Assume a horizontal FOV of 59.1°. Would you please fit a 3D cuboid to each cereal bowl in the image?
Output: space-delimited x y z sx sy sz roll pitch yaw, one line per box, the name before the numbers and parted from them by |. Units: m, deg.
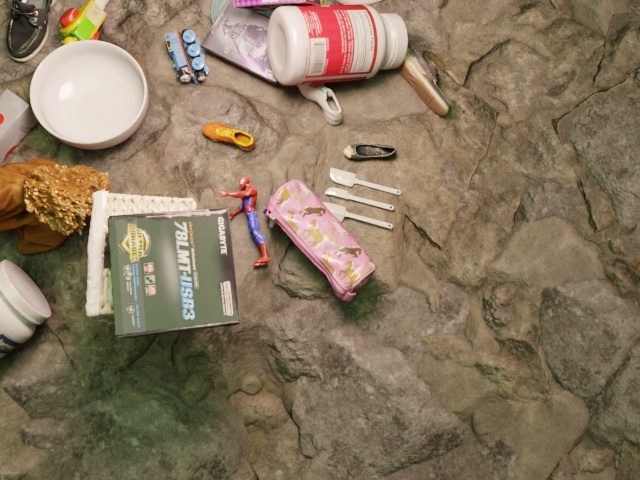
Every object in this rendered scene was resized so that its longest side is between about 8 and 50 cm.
cereal bowl | -0.692 -0.430 1.736 0.338 0.141 0.339 1 78 -4

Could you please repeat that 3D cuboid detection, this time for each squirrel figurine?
squirrel figurine | -0.786 -0.132 1.517 0.396 0.370 0.281 -4 80 10

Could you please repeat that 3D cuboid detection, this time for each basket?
basket | -0.473 0.061 1.566 0.266 0.331 0.329 1 79 -10

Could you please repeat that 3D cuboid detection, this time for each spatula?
spatula | 0.128 -0.125 1.805 0.241 0.019 0.168 16 72 -2

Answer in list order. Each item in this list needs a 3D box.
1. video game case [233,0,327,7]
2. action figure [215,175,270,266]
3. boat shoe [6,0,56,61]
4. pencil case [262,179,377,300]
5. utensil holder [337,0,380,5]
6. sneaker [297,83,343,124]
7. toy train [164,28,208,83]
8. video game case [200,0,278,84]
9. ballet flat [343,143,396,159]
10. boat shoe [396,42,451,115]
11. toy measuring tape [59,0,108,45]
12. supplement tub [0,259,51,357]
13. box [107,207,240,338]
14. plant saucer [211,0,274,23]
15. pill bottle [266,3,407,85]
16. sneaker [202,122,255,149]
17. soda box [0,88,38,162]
video game case | -0.119 -0.739 1.740 0.231 0.210 0.042 3 108 17
action figure | -0.243 -0.060 1.720 0.138 0.091 0.281 -6 79 -15
boat shoe | -0.922 -0.742 1.795 0.127 0.113 0.340 20 78 -1
pencil case | 0.000 0.000 1.695 0.167 0.160 0.386 -43 85 -4
utensil holder | 0.125 -1.029 1.839 0.327 0.328 0.386 -18 77 -8
sneaker | 0.004 -0.477 1.825 0.080 0.094 0.212 -40 84 -10
toy train | -0.432 -0.594 1.826 0.105 0.080 0.184 -19 83 1
video game case | -0.221 -0.649 1.836 0.274 0.026 0.196 26 78 0
ballet flat | 0.160 -0.292 1.822 0.173 0.049 0.058 -3 78 -5
boat shoe | 0.347 -0.540 1.864 0.092 0.103 0.285 -36 77 -6
toy measuring tape | -0.753 -0.729 1.824 0.121 0.121 0.330 15 61 -1
supplement tub | -0.939 0.226 1.533 0.324 0.235 0.235 -36 83 -10
box | -0.356 0.077 1.384 0.293 0.073 0.296 -4 81 -12
plant saucer | -0.203 -0.752 1.892 0.317 0.044 0.318 1 78 -4
pill bottle | 0.056 -0.614 1.765 0.407 0.229 0.229 -11 79 -23
sneaker | -0.290 -0.340 1.788 0.174 0.067 0.064 15 79 0
soda box | -0.990 -0.310 1.709 0.091 0.098 0.286 35 78 4
